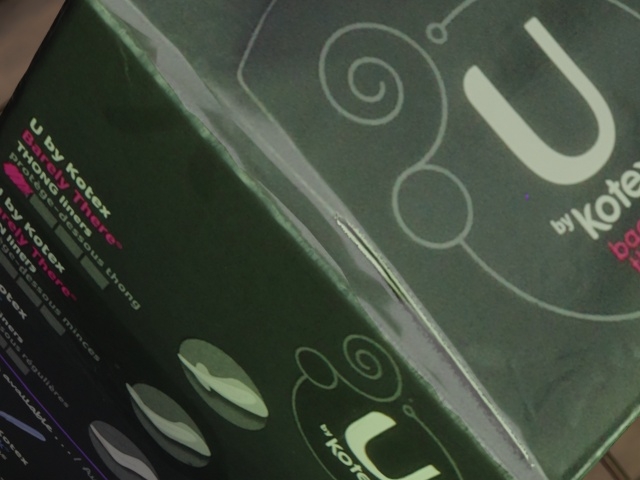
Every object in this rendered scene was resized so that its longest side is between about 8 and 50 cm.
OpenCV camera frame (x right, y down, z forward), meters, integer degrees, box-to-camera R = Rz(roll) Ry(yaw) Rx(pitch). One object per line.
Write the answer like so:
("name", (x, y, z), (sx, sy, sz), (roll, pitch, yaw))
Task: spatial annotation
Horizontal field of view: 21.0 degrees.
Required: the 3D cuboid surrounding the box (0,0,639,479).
("box", (0.000, 0.000, 0.476), (0.143, 0.270, 0.165), (49, 60, 0))
